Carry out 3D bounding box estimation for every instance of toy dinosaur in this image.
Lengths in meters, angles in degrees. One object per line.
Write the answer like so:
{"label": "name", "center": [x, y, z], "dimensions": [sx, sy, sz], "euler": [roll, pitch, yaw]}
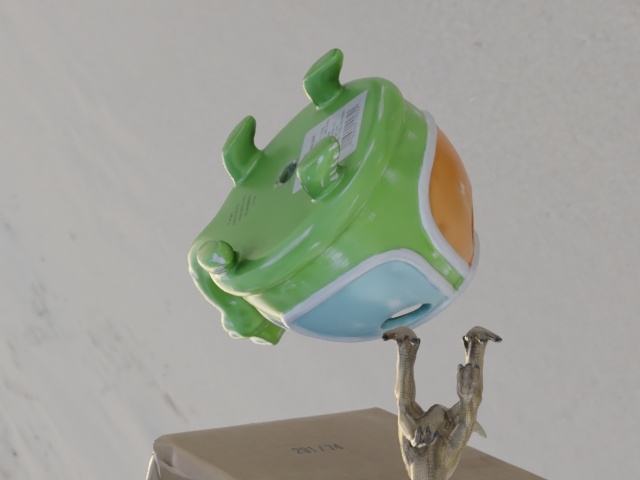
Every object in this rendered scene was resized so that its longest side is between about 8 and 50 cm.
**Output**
{"label": "toy dinosaur", "center": [0.052, 0.087, 0.527], "dimensions": [0.183, 0.053, 0.092], "euler": [-49, -36, -74]}

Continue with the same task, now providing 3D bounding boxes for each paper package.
{"label": "paper package", "center": [0.027, 0.306, 1.193], "dimensions": [0.309, 0.325, 0.168], "euler": [16, 102, 49]}

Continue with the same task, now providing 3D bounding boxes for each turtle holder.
{"label": "turtle holder", "center": [0.008, 0.003, 1.113], "dimensions": [0.227, 0.320, 0.243], "euler": [37, -169, -24]}
